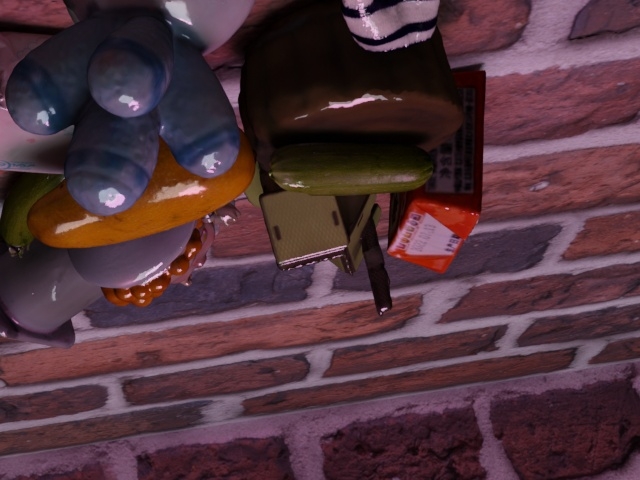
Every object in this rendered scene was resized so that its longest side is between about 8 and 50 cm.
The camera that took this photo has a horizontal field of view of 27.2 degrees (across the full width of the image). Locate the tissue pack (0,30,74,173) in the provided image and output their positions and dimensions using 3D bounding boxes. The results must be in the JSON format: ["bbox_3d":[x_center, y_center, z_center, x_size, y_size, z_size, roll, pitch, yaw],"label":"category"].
[{"bbox_3d":[-0.310,-0.169,1.704,0.271,0.124,0.201,2,153,-29],"label":"tissue pack"}]

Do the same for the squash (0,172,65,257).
[{"bbox_3d":[-0.419,-0.069,1.978,0.080,0.071,0.318,0,151,-39],"label":"squash"}]

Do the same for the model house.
[{"bbox_3d":[0.000,0.000,2.085,0.218,0.279,0.205,-14,158,5],"label":"model house"}]

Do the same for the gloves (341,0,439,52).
[{"bbox_3d":[0.088,-0.321,1.522,0.140,0.131,0.219,3,134,3],"label":"gloves"}]

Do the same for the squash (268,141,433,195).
[{"bbox_3d":[0.039,-0.091,1.690,0.238,0.069,0.069,-2,158,-28],"label":"squash"}]

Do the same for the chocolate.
[{"bbox_3d":[0.171,-0.104,1.963,0.107,0.238,0.235,9,157,-6],"label":"chocolate"}]

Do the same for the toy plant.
[{"bbox_3d":[-0.190,-0.179,1.376,0.247,0.332,0.247,7,158,3],"label":"toy plant"}]

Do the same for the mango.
[{"bbox_3d":[-0.223,-0.074,1.665,0.294,0.120,0.177,-15,164,7],"label":"mango"}]

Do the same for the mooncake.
[{"bbox_3d":[0.034,-0.195,1.747,0.290,0.161,0.290,-9,161,-3],"label":"mooncake"}]

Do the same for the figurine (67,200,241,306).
[{"bbox_3d":[-0.250,-0.018,1.992,0.224,0.205,0.382,-47,174,2],"label":"figurine"}]

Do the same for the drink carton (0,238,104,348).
[{"bbox_3d":[-0.428,0.046,2.153,0.189,0.191,0.185,-35,149,29],"label":"drink carton"}]
